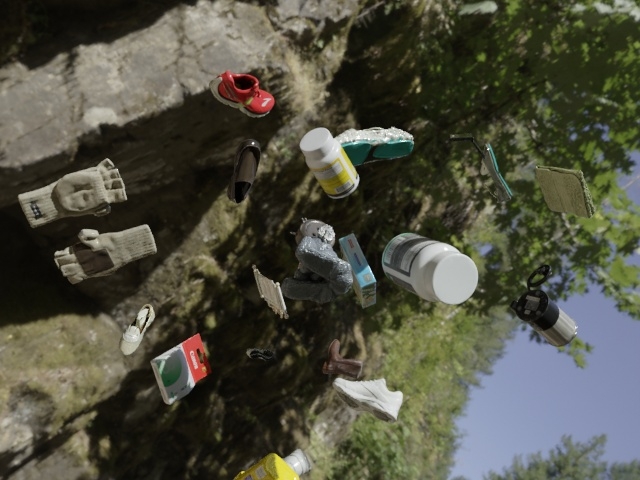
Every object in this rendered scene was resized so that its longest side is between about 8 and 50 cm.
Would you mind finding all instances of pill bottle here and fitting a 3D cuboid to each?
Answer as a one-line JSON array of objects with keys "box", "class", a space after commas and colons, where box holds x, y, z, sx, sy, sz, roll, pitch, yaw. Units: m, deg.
[{"box": [0.375, 0.098, 2.071, 0.204, 0.204, 0.361, 62, -11, -18], "class": "pill bottle"}, {"box": [0.027, -0.237, 1.826, 0.119, 0.119, 0.208, 38, -12, 46], "class": "pill bottle"}]

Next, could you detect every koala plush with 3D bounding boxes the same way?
[{"box": [-0.007, 0.068, 1.853, 0.221, 0.203, 0.196, -100, -150, -61], "class": "koala plush"}]

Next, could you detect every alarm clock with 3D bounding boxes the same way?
[{"box": [0.000, 0.000, 2.015, 0.192, 0.129, 0.064, 39, -47, 3], "class": "alarm clock"}]

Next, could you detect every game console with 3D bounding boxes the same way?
[{"box": [0.456, -0.295, 1.865, 0.122, 0.107, 0.071, -55, 142, -71], "class": "game console"}]

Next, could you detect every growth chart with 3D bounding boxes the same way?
[{"box": [-0.199, 0.205, 2.335, 0.237, 0.021, 0.172, 27, -46, 54], "class": "growth chart"}]

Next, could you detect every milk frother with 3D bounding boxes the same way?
[{"box": [0.541, 0.152, 1.414, 0.135, 0.143, 0.129, 37, 5, -29], "class": "milk frother"}]

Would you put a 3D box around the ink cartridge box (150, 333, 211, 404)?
[{"box": [-0.516, 0.486, 2.263, 0.056, 0.224, 0.181, 5, -65, 47], "class": "ink cartridge box"}]

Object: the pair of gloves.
[{"box": [-0.478, -0.033, 1.244, 0.042, 0.204, 0.240, 50, -17, 59], "class": "pair of gloves"}]

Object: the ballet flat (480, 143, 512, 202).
[{"box": [0.571, -0.218, 1.985, 0.213, 0.068, 0.072, 60, 23, -18], "class": "ballet flat"}]

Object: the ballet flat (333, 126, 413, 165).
[{"box": [0.166, -0.363, 2.246, 0.147, 0.409, 0.147, 19, -67, 54], "class": "ballet flat"}]

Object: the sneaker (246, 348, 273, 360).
[{"box": [-0.218, 0.403, 2.133, 0.109, 0.040, 0.043, 20, -5, -39], "class": "sneaker"}]

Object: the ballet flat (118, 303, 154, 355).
[{"box": [-0.515, 0.243, 1.660, 0.057, 0.168, 0.052, 14, -50, 3], "class": "ballet flat"}]

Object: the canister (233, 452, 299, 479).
[{"box": [-0.151, 0.666, 1.628, 0.126, 0.073, 0.170, 44, -56, -2], "class": "canister"}]

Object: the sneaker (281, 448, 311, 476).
[{"box": [-0.149, 0.842, 2.135, 0.111, 0.129, 0.297, 54, -43, 23], "class": "sneaker"}]

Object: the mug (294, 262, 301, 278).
[{"box": [-0.029, 0.115, 2.465, 0.113, 0.150, 0.169, 39, -60, 47], "class": "mug"}]

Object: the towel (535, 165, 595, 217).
[{"box": [0.527, -0.105, 1.287, 0.110, 0.027, 0.148, 18, -25, 46], "class": "towel"}]

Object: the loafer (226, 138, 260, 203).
[{"box": [-0.232, -0.207, 1.867, 0.078, 0.080, 0.220, -124, -135, -54], "class": "loafer"}]

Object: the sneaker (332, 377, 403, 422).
[{"box": [0.149, 0.466, 1.824, 0.232, 0.115, 0.090, 19, -37, 27], "class": "sneaker"}]

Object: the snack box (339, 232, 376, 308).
[{"box": [0.134, 0.116, 2.116, 0.322, 0.060, 0.187, 76, -9, -71], "class": "snack box"}]

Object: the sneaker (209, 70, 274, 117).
[{"box": [-0.239, -0.495, 1.999, 0.118, 0.279, 0.107, -29, -108, 32], "class": "sneaker"}]

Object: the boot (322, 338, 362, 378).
[{"box": [0.071, 0.314, 1.582, 0.114, 0.106, 0.037, -4, -37, 36], "class": "boot"}]
